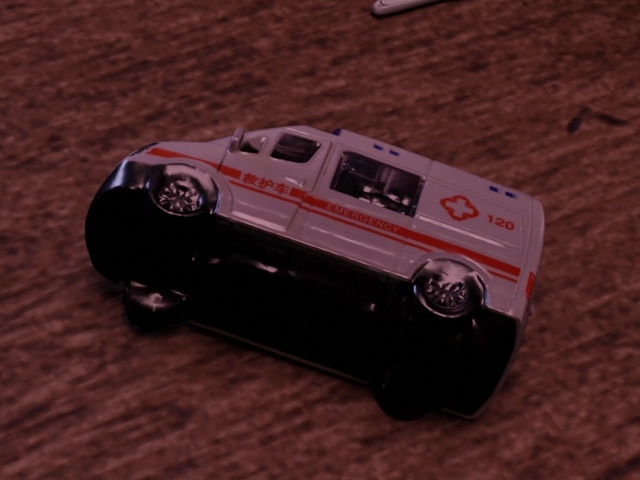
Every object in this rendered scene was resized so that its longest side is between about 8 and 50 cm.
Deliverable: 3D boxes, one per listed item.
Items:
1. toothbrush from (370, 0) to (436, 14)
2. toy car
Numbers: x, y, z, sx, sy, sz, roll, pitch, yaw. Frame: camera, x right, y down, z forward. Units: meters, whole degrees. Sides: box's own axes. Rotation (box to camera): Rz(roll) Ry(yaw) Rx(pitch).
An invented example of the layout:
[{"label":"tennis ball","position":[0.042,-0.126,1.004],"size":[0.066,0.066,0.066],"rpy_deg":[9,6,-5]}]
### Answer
[{"label":"toothbrush","position":[0.087,-0.144,1.080],"size":[0.131,0.013,0.011],"rpy_deg":[-16,46,-21]},{"label":"toy car","position":[0.000,0.000,0.898],"size":[0.209,0.089,0.108],"rpy_deg":[19,50,1]}]
